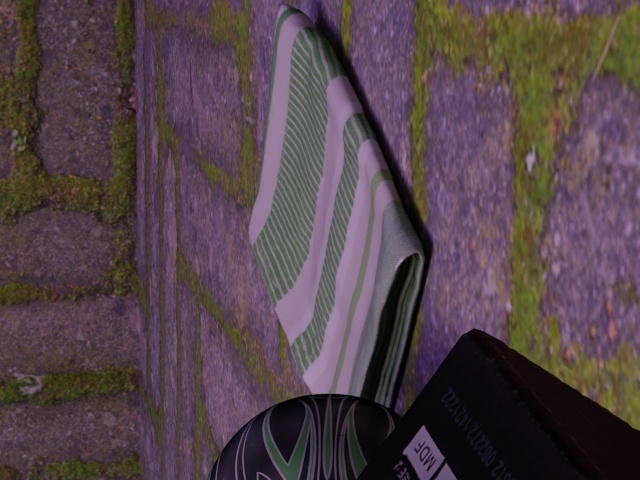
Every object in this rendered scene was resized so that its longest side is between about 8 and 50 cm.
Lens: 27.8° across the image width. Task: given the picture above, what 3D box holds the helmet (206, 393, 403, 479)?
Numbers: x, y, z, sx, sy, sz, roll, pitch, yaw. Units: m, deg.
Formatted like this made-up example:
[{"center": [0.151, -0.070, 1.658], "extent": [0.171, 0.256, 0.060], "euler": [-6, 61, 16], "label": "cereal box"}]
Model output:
[{"center": [0.004, 0.173, 0.736], "extent": [0.161, 0.169, 0.169], "euler": [48, -141, -87], "label": "helmet"}]

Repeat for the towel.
[{"center": [0.000, 0.000, 0.974], "extent": [0.325, 0.038, 0.248], "euler": [-109, 23, -48], "label": "towel"}]

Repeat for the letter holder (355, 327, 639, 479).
[{"center": [0.127, 0.190, 0.350], "extent": [0.152, 0.214, 0.302], "euler": [-55, 24, 10], "label": "letter holder"}]
